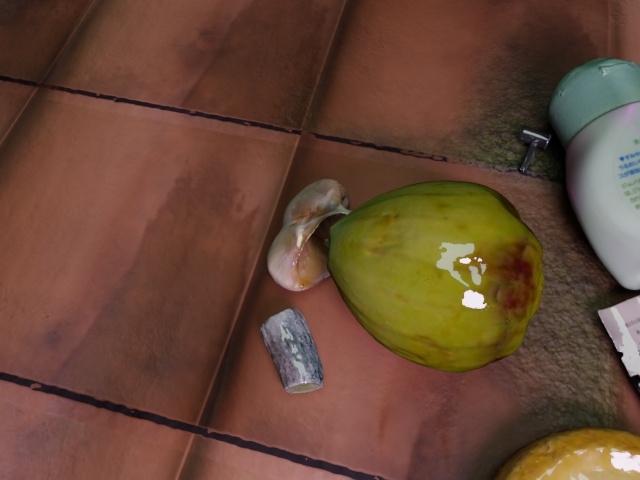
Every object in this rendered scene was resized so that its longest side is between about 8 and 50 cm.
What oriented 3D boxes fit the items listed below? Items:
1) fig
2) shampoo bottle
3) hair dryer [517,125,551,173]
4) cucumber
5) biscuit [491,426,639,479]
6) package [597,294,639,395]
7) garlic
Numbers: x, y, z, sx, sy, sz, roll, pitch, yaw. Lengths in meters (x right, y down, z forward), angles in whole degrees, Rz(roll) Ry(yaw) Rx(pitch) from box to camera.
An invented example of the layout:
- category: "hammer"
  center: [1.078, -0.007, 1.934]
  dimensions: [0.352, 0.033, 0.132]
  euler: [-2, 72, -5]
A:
- category: "fig"
  center: [0.134, 0.035, 0.662]
  dimensions: [0.271, 0.239, 0.239]
  euler: [18, 65, 20]
- category: "shampoo bottle"
  center: [0.449, -0.112, 0.764]
  dimensions: [0.222, 0.151, 0.349]
  euler: [-9, 64, -8]
- category: "hair dryer"
  center: [0.337, -0.143, 0.858]
  dimensions: [0.047, 0.026, 0.083]
  euler: [22, 73, 16]
- category: "cucumber"
  center: [-0.035, 0.149, 0.706]
  dimensions: [0.064, 0.064, 0.111]
  euler: [-22, 67, -8]
- category: "biscuit"
  center: [0.321, 0.349, 0.566]
  dimensions: [0.297, 0.102, 0.296]
  euler: [0, 64, 0]
- category: "package"
  center: [0.517, 0.151, 0.679]
  dimensions: [0.251, 0.062, 0.203]
  euler: [-12, 64, -8]
- category: "garlic"
  center: [-0.010, -0.008, 0.766]
  dimensions: [0.124, 0.099, 0.174]
  euler: [20, 65, 29]
